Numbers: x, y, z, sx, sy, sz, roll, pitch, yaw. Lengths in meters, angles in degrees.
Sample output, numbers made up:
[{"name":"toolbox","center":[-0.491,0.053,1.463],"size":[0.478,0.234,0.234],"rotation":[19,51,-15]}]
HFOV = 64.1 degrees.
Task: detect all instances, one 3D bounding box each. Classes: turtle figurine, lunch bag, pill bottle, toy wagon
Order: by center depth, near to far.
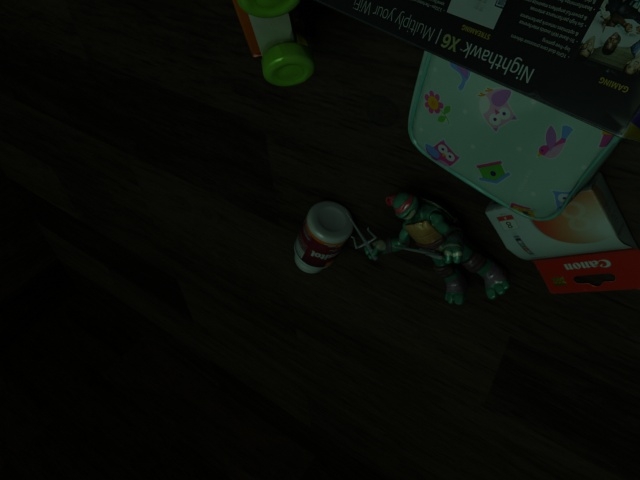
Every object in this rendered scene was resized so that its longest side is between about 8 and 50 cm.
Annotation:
[{"name":"lunch bag","center":[0.209,-0.175,0.508],"size":[0.224,0.108,0.279],"rotation":[37,145,20]},{"name":"toy wagon","center":[-0.061,-0.302,0.543],"size":[0.344,0.068,0.267],"rotation":[73,-173,-76]},{"name":"turtle figurine","center":[0.162,0.003,0.752],"size":[0.234,0.118,0.175],"rotation":[38,165,-21]},{"name":"pill bottle","center":[0.000,0.000,0.946],"size":[0.086,0.086,0.152],"rotation":[39,147,7]}]

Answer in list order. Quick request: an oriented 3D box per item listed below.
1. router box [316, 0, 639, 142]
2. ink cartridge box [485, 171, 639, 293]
[{"name":"router box","center":[0.144,-0.240,0.347],"size":[0.309,0.081,0.243],"rotation":[43,122,35]},{"name":"ink cartridge box","center":[0.318,0.009,0.659],"size":[0.145,0.045,0.179],"rotation":[-13,115,53]}]
